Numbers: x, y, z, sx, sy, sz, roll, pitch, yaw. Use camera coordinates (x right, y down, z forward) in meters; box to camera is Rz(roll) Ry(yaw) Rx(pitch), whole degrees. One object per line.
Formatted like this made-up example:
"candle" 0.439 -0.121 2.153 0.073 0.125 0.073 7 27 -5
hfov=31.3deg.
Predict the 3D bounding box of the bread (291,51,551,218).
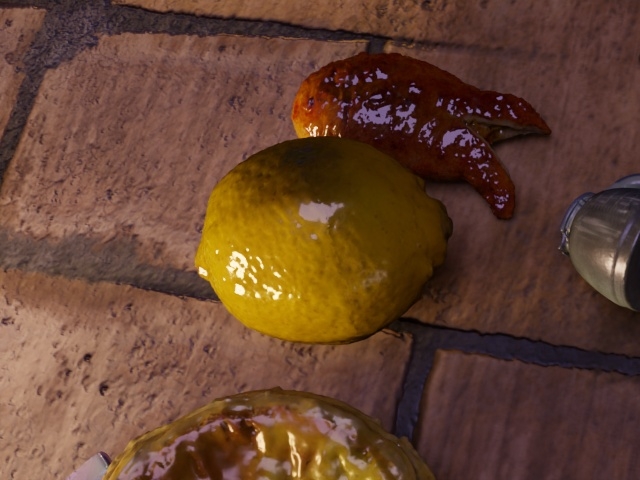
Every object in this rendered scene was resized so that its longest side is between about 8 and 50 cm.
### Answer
"bread" 0.098 -0.123 1.192 0.269 0.095 0.139 17 80 20

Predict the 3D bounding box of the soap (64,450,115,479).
"soap" -0.206 0.298 1.124 0.100 0.056 0.149 -40 60 1

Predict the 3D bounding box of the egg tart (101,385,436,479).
"egg tart" -0.054 0.291 1.018 0.341 0.132 0.341 -5 57 8

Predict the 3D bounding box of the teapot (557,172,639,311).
"teapot" 0.289 -0.016 1.072 0.108 0.111 0.149 27 82 41

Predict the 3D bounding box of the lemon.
"lemon" 0.000 0.000 1.106 0.260 0.204 0.204 -6 65 17
